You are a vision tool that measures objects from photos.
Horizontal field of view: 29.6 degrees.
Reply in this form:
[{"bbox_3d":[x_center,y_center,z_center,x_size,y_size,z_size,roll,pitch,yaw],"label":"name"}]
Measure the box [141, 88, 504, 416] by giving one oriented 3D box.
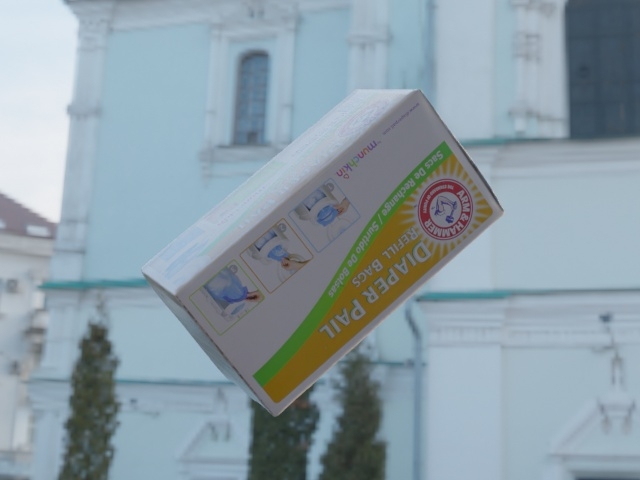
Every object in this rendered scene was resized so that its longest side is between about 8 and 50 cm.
[{"bbox_3d":[0.000,0.000,0.794,0.103,0.203,0.114,53,-12,-17],"label":"box"}]
